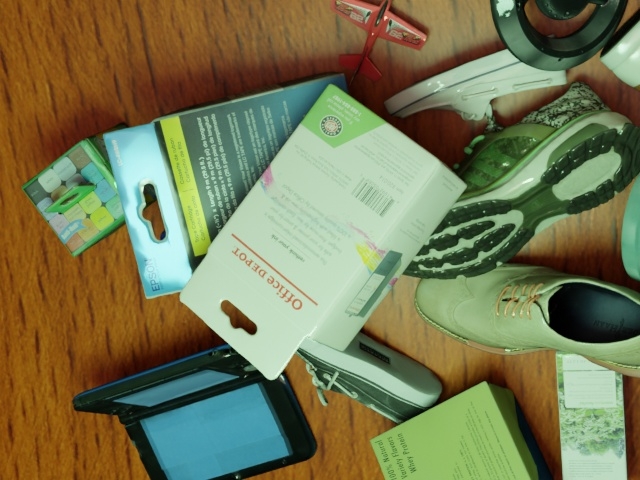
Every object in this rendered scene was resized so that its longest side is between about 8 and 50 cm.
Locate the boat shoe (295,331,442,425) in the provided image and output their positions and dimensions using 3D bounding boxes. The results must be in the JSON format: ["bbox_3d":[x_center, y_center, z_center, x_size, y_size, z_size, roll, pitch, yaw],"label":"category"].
[{"bbox_3d":[0.029,0.189,1.851,0.306,0.113,0.105,27,115,-13],"label":"boat shoe"}]

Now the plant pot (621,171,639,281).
[{"bbox_3d":[0.525,-0.013,1.629,0.196,0.293,0.293,12,108,35],"label":"plant pot"}]

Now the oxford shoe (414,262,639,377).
[{"bbox_3d":[0.301,0.086,1.702,0.397,0.146,0.140,7,73,29],"label":"oxford shoe"}]

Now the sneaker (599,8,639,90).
[{"bbox_3d":[0.517,-0.311,1.629,0.123,0.106,0.290,41,120,-4],"label":"sneaker"}]

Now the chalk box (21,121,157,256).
[{"bbox_3d":[-0.334,-0.072,1.798,0.132,0.213,0.132,-34,96,18],"label":"chalk box"}]

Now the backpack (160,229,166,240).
[{"bbox_3d":[-0.191,0.000,1.850,0.101,0.098,0.120,1,106,15],"label":"backpack"}]

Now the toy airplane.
[{"bbox_3d":[0.076,-0.291,1.755,0.151,0.028,0.151,3,105,12],"label":"toy airplane"}]

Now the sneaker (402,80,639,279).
[{"bbox_3d":[0.247,-0.087,1.715,0.410,0.182,0.158,-27,134,11],"label":"sneaker"}]

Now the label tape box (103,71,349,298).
[{"bbox_3d":[-0.111,-0.082,1.748,0.348,0.115,0.249,-14,103,-5],"label":"label tape box"}]

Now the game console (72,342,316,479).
[{"bbox_3d":[-0.191,0.288,1.894,0.293,0.250,0.173,-20,73,15],"label":"game console"}]

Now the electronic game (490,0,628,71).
[{"bbox_3d":[0.323,-0.340,1.627,0.229,0.048,0.229,-10,112,-26],"label":"electronic game"}]

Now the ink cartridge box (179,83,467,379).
[{"bbox_3d":[0.000,0.000,1.617,0.207,0.119,0.353,39,94,27],"label":"ink cartridge box"}]

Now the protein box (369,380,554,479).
[{"bbox_3d":[0.217,0.345,1.798,0.201,0.136,0.199,-30,66,17],"label":"protein box"}]

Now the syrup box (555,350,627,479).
[{"bbox_3d":[0.402,0.259,1.799,0.093,0.096,0.236,-3,105,14],"label":"syrup box"}]

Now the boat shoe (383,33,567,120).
[{"bbox_3d":[0.218,-0.210,1.713,0.258,0.095,0.084,-18,96,16],"label":"boat shoe"}]
